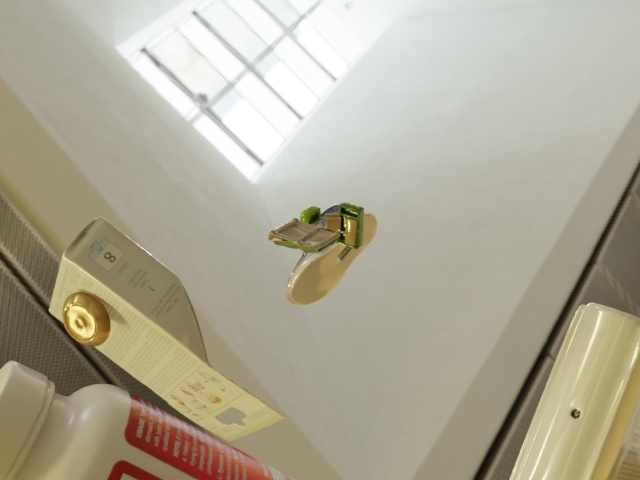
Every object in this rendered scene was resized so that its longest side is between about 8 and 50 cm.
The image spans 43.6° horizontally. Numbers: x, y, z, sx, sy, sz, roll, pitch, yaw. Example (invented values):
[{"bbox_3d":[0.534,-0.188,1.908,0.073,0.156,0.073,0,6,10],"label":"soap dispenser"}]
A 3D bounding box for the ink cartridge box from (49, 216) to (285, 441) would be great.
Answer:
[{"bbox_3d":[-0.235,0.155,1.244,0.385,0.308,0.091,37,-119,-6],"label":"ink cartridge box"}]

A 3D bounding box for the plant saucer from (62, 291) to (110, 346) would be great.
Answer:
[{"bbox_3d":[-0.337,0.114,1.135,0.083,0.083,0.015,53,-153,0],"label":"plant saucer"}]

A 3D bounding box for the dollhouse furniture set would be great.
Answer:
[{"bbox_3d":[0.000,0.000,1.036,0.076,0.058,0.152,18,-151,28],"label":"dollhouse furniture set"}]

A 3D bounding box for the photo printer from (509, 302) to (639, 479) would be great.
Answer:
[{"bbox_3d":[0.356,0.254,1.013,0.256,0.107,0.307,24,-93,-48],"label":"photo printer"}]

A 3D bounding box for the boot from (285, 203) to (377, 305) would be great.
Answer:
[{"bbox_3d":[-0.001,0.020,1.214,0.190,0.086,0.069,-43,-53,-24],"label":"boot"}]

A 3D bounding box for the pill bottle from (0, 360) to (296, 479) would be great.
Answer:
[{"bbox_3d":[-0.211,0.307,0.904,0.408,0.229,0.229,34,-134,-19],"label":"pill bottle"}]
